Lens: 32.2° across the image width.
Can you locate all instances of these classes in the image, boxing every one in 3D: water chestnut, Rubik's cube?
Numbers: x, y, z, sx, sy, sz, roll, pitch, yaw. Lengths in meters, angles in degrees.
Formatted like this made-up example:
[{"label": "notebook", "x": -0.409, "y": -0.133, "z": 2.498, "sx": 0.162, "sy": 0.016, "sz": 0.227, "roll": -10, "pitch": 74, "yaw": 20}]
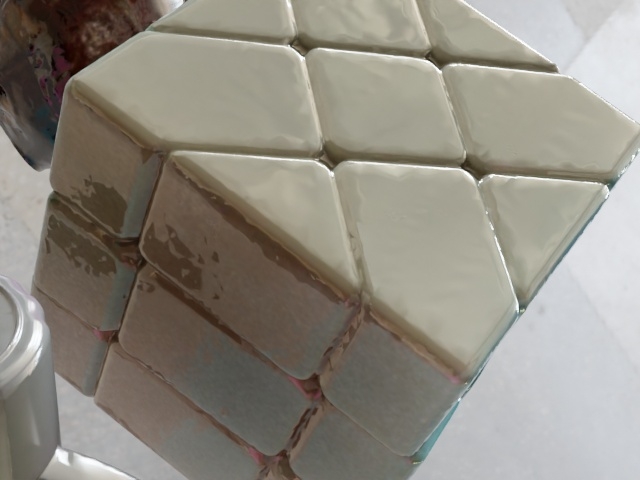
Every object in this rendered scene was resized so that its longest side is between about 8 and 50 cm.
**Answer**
[{"label": "water chestnut", "x": -0.263, "y": -0.264, "z": 1.298, "sx": 0.347, "sy": 0.335, "sz": 0.335, "roll": -33, "pitch": 96, "yaw": -15}, {"label": "Rubik's cube", "x": 0.000, "y": 0.000, "z": 0.858, "sx": 0.318, "sy": 0.316, "sz": 0.322, "roll": 37, "pitch": 48, "yaw": 9}]

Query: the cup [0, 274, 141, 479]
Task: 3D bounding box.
[{"label": "cup", "x": -0.188, "y": 0.125, "z": 0.583, "sx": 0.221, "sy": 0.202, "sz": 0.167, "roll": -6, "pitch": 32, "yaw": -20}]
